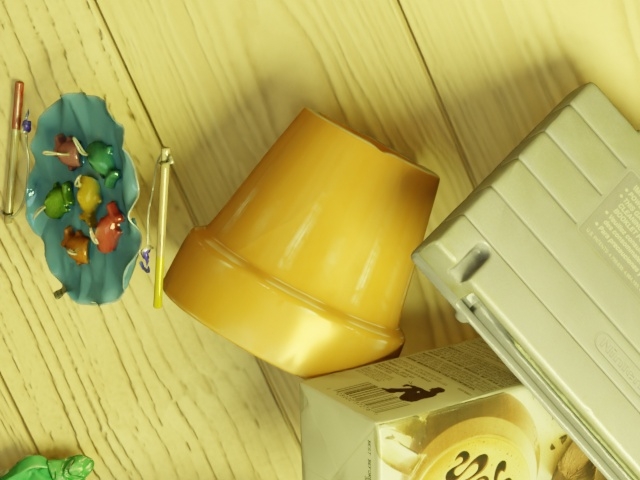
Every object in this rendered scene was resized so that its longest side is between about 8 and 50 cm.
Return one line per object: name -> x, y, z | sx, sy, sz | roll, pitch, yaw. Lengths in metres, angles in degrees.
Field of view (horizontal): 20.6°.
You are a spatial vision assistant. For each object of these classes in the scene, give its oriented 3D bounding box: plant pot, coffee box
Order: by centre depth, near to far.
coffee box -> 0.138, 0.174, 1.413 | 0.119, 0.297, 0.168 | 22, 118, 55
plant pot -> 0.000, 0.000, 1.458 | 0.205, 0.205, 0.188 | 28, 96, 5

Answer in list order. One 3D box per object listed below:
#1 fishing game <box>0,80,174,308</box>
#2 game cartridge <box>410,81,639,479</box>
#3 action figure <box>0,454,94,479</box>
fishing game -> -0.211, -0.033, 1.500 | 0.264, 0.041, 0.189 | 30, 119, 46
game cartridge -> 0.258, 0.071, 1.372 | 0.355, 0.230, 0.068 | 49, 144, -4
action figure -> -0.302, 0.265, 1.677 | 0.232, 0.063, 0.137 | -33, 94, 25
